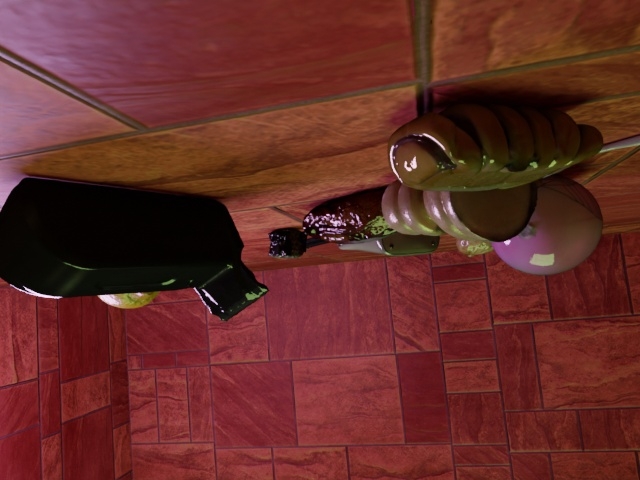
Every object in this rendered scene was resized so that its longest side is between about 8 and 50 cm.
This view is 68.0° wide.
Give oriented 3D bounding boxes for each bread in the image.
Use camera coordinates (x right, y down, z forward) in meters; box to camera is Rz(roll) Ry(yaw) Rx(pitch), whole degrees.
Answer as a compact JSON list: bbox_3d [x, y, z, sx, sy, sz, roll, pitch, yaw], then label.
[{"bbox_3d":[0.188,-0.104,0.532,0.225,0.081,0.134,-5,172,-23],"label":"bread"}]

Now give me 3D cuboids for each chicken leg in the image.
[{"bbox_3d":[0.135,-0.052,0.943,0.407,0.096,0.158,-11,176,28],"label":"chicken leg"}]

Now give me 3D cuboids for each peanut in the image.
[{"bbox_3d":[0.548,-0.007,1.638,0.159,0.109,0.140,-19,-179,14],"label":"peanut"}]

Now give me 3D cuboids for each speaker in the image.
[{"bbox_3d":[-0.289,0.037,0.767,0.180,0.184,0.388,-37,155,33],"label":"speaker"}]

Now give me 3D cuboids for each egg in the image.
[{"bbox_3d":[0.437,-0.032,0.911,0.271,0.196,0.196,-11,179,-36],"label":"egg"}]

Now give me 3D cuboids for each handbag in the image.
[{"bbox_3d":[0.191,0.007,1.418,0.241,0.109,0.315,-1,172,-22],"label":"handbag"}]

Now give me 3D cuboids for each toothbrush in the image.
[{"bbox_3d":[0.419,-0.129,0.750,0.022,0.026,0.263,-8,177,-38],"label":"toothbrush"}]

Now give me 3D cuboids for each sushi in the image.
[{"bbox_3d":[-0.096,0.011,1.350,0.094,0.084,0.098,-8,171,43],"label":"sushi"}]

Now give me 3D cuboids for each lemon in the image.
[{"bbox_3d":[-0.528,0.091,1.293,0.244,0.187,0.187,29,-167,31],"label":"lemon"}]

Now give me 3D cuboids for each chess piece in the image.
[{"bbox_3d":[0.185,-0.059,0.740,0.142,0.143,0.261,-3,177,-21],"label":"chess piece"}]

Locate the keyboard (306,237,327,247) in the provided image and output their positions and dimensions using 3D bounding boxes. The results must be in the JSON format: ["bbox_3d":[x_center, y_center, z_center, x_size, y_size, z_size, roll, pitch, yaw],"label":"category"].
[{"bbox_3d":[0.000,0.000,1.630,0.101,0.018,0.309,0,172,-33],"label":"keyboard"}]
